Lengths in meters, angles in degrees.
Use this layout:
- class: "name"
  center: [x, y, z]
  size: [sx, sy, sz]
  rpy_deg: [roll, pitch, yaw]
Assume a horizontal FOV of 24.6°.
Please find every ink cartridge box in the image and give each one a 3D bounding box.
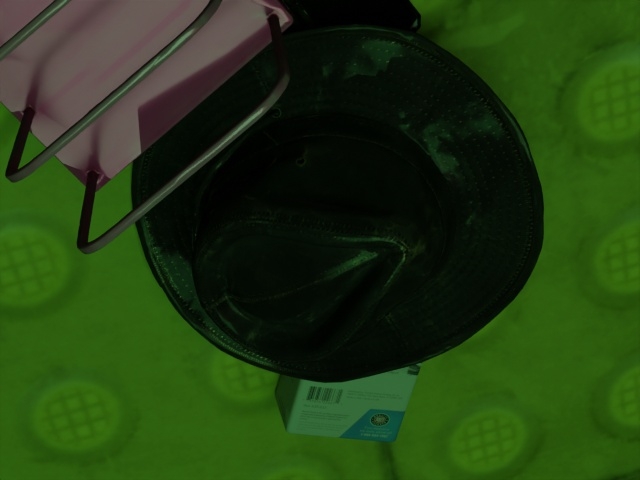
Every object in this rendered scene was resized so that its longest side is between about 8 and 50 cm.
- class: "ink cartridge box"
  center: [0.035, 0.082, 1.267]
  size: [0.104, 0.060, 0.180]
  rpy_deg: [8, 118, -17]

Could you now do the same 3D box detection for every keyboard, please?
- class: "keyboard"
  center: [-0.010, -0.199, 1.117]
  size: [0.100, 0.038, 0.192]
  rpy_deg: [-50, 120, -11]

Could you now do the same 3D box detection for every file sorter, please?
- class: "file sorter"
  center: [-0.180, -0.168, 0.969]
  size: [0.202, 0.182, 0.291]
  rpy_deg: [-39, 111, 11]

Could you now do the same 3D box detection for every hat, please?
- class: "hat"
  center: [0.000, 0.000, 1.108]
  size: [0.331, 0.134, 0.331]
  rpy_deg: [4, 116, 9]
